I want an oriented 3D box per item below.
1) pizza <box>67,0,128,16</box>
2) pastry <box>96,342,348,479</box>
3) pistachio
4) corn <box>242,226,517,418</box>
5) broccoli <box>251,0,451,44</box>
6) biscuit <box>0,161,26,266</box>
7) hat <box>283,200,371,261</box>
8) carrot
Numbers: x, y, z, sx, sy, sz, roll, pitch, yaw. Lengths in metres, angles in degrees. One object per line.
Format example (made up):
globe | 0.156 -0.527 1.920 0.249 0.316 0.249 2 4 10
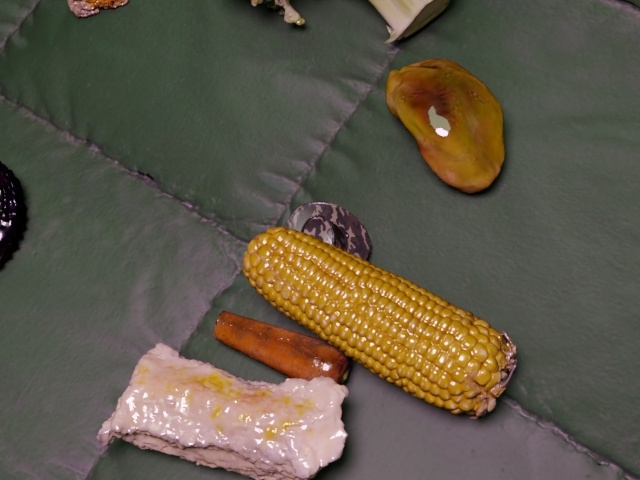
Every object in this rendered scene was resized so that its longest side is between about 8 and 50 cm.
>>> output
pizza | -0.268 -0.415 1.259 0.246 0.058 0.127 -40 66 -6
pastry | -0.093 0.183 0.944 0.258 0.089 0.122 8 66 12
pistachio | 0.150 -0.145 1.041 0.110 0.100 0.189 -30 63 0
corn | 0.056 0.080 0.939 0.305 0.106 0.106 28 74 11
broccoli | 0.048 -0.421 1.100 0.317 0.277 0.339 27 81 -1
biscuit | -0.457 -0.023 1.120 0.194 0.053 0.195 -4 65 8
hat | 0.000 0.000 1.030 0.121 0.050 0.121 -5 63 10
carrot | -0.043 0.121 0.984 0.161 0.055 0.055 18 70 23
